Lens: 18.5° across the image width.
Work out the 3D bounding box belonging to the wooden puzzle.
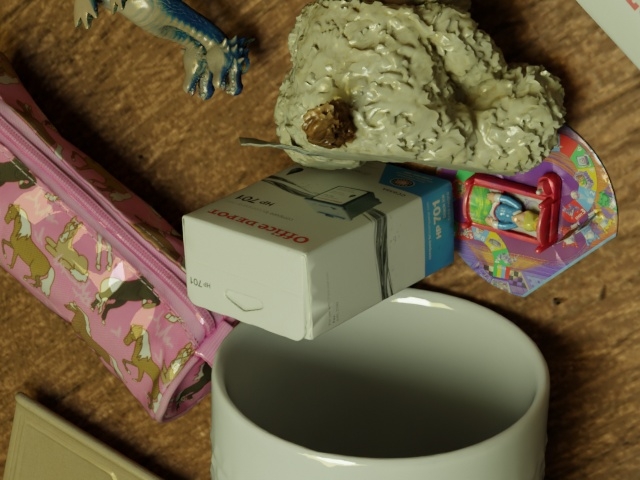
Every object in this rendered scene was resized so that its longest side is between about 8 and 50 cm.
[{"bbox_3d":[-0.236,0.288,2.030,0.221,0.044,0.238,29,128,21],"label":"wooden puzzle"}]

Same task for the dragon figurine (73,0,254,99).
[{"bbox_3d":[-0.146,-0.253,1.692,0.085,0.144,0.289,-23,77,41],"label":"dragon figurine"}]

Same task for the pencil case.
[{"bbox_3d":[-0.221,-0.003,1.810,0.386,0.167,0.160,42,108,11],"label":"pencil case"}]

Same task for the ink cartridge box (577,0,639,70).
[{"bbox_3d":[0.398,-0.201,1.288,0.279,0.160,0.384,50,129,6],"label":"ink cartridge box"}]

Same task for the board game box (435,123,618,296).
[{"bbox_3d":[0.159,-0.026,1.615,0.169,0.033,0.133,-37,87,39],"label":"board game box"}]

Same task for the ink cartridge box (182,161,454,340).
[{"bbox_3d":[0.000,0.000,1.626,0.140,0.191,0.082,17,119,37],"label":"ink cartridge box"}]

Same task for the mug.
[{"bbox_3d":[0.025,0.225,1.698,0.374,0.276,0.328,43,139,52],"label":"mug"}]

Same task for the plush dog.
[{"bbox_3d":[0.050,-0.175,1.546,0.262,0.211,0.225,3,86,32],"label":"plush dog"}]
